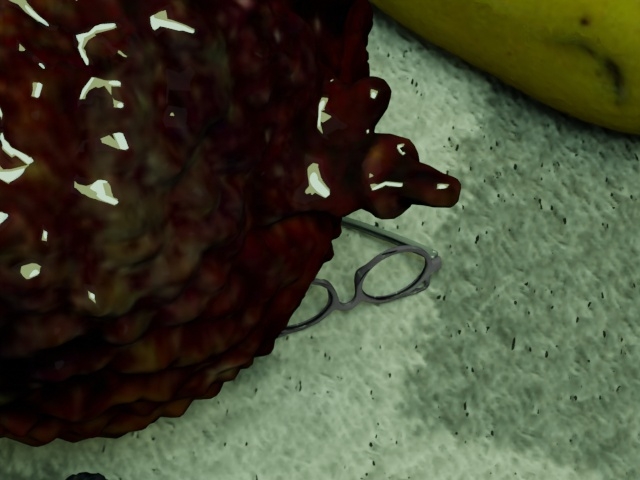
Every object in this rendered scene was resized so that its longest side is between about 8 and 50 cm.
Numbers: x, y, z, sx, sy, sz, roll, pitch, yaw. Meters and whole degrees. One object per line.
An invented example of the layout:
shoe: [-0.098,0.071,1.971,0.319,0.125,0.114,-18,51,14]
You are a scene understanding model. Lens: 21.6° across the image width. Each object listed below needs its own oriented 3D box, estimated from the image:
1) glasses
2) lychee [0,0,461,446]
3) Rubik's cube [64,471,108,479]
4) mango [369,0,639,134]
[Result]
glasses: [0.000,0.000,1.152,0.140,0.062,0.104,-20,54,-10]
lychee: [-0.150,-0.084,0.960,0.500,0.424,0.424,20,73,18]
Rubik's cube: [-0.106,0.345,0.848,0.307,0.310,0.305,-43,114,-12]
mango: [0.181,-0.207,1.157,0.365,0.182,0.253,11,75,10]
